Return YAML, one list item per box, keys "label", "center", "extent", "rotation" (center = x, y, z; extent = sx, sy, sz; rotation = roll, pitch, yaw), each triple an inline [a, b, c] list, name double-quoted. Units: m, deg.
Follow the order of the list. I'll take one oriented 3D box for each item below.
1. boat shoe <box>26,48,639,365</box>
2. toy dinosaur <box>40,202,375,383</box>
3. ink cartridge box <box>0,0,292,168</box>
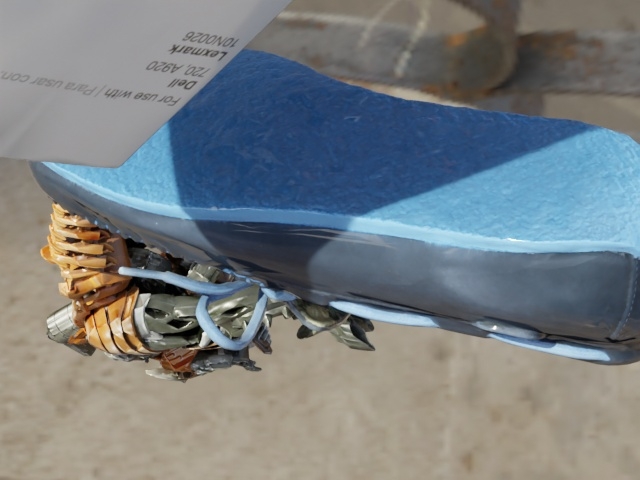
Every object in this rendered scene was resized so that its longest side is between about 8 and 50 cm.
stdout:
- label: "boat shoe"
  center: [0.000, 0.000, 0.667]
  extent: [0.109, 0.258, 0.089]
  rotation: [-49, 142, -32]
- label: "toy dinosaur"
  center: [-0.092, 0.029, 1.228]
  extent: [0.218, 0.322, 0.164]
  rotation: [-19, 89, 10]
- label: "ink cartridge box"
  center: [-0.046, -0.179, 0.474]
  extent: [0.117, 0.278, 0.201]
  rotation: [3, 53, -52]
